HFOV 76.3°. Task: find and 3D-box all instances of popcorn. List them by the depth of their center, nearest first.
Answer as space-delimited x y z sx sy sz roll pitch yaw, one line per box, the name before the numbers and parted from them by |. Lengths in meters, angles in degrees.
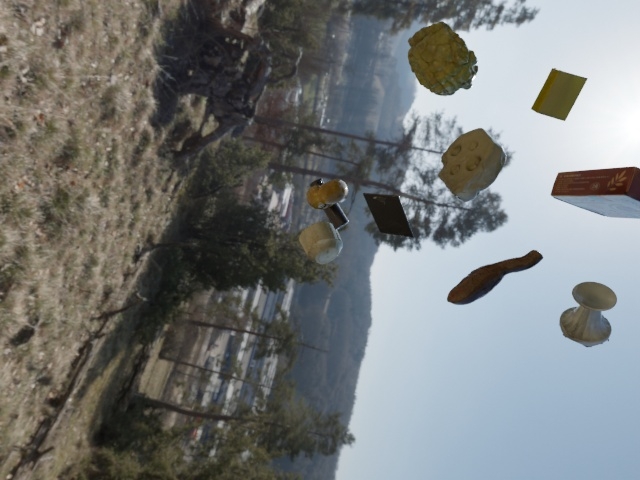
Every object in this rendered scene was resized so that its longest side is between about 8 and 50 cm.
popcorn | 0.392 -0.616 1.364 0.225 0.174 0.285 42 17 -46

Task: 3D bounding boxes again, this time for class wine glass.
wine glass | 0.942 0.252 1.428 0.164 0.165 0.196 -73 156 -46

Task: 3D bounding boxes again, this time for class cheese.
cheese | 0.655 -0.330 1.796 0.318 0.115 0.326 2 -113 63

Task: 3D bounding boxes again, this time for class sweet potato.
sweet potato | 0.648 0.137 1.547 0.109 0.386 0.109 61 1 -1

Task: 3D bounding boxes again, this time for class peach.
peach | 0.026 -0.189 1.675 0.179 0.180 0.103 -34 105 -84

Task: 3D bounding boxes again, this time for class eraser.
eraser | 0.679 -0.415 1.159 0.045 0.097 0.122 -96 -159 -60

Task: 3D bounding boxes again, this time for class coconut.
coconut | 0.000 0.000 2.070 0.202 0.202 0.221 99 -27 -47

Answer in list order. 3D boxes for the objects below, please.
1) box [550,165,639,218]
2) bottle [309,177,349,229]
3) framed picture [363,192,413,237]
box | 1.264 -0.192 1.717 0.385 0.345 0.122 -153 -100 -78
bottle | 0.036 -0.168 1.846 0.072 0.244 0.082 -29 176 -29
framed picture | 0.401 -0.147 2.400 0.013 0.244 0.323 -51 132 -28
